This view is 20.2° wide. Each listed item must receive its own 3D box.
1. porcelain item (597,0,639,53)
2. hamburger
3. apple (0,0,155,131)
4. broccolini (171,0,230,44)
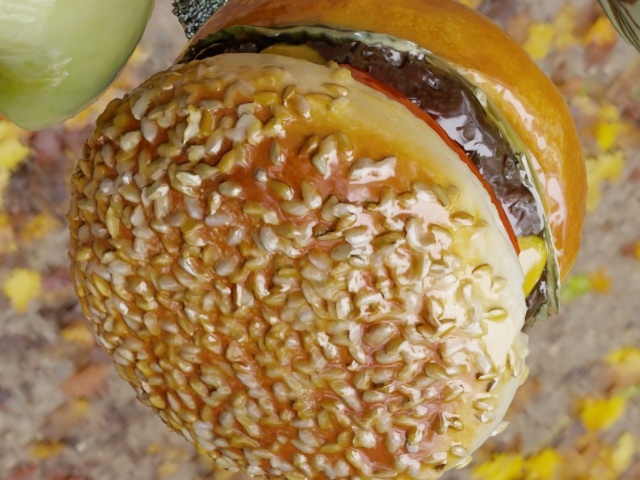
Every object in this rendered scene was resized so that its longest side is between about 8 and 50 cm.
[{"bbox_3d":[0.155,-0.123,0.404,0.253,0.253,0.253,-22,135,-25],"label":"porcelain item"},{"bbox_3d":[0.000,0.000,1.192,0.250,0.330,0.330,-61,160,-49],"label":"hamburger"},{"bbox_3d":[-0.243,-0.196,1.119,0.292,0.254,0.292,-10,164,-3],"label":"apple"},{"bbox_3d":[-0.103,-0.190,1.670,0.067,0.216,0.058,9,84,-2],"label":"broccolini"}]
